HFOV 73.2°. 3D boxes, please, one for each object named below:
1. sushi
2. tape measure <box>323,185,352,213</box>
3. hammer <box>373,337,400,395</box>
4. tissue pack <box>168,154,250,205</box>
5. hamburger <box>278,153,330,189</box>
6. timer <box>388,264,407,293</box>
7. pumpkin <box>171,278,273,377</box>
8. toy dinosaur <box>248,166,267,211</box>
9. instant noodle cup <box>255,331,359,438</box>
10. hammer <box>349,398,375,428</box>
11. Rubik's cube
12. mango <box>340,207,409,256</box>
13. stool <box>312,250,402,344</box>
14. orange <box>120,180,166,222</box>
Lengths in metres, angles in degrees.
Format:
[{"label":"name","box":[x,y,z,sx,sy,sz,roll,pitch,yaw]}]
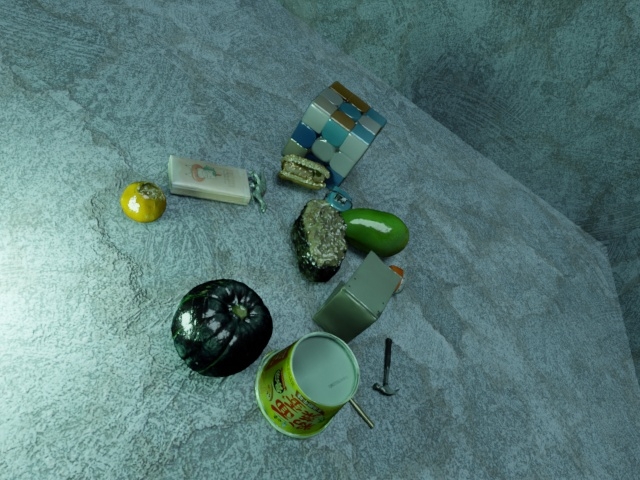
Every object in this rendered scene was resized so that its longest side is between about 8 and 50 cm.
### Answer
[{"label":"sushi","box":[0.000,0.000,1.792,0.211,0.171,0.350,14,52,-21]},{"label":"tape measure","box":[0.084,-0.183,2.083,0.146,0.081,0.125,34,53,-5]},{"label":"hammer","box":[0.267,0.488,1.681,0.103,0.029,0.246,29,42,-11]},{"label":"tissue pack","box":[-0.455,-0.247,1.775,0.325,0.071,0.170,7,50,-30]},{"label":"hamburger","box":[-0.085,-0.324,2.051,0.262,0.131,0.124,16,82,-29]},{"label":"timer","box":[0.320,0.169,1.939,0.136,0.099,0.136,17,35,-12]},{"label":"pumpkin","box":[-0.308,0.273,1.325,0.315,0.238,0.315,35,37,-32]},{"label":"toy dinosaur","box":[-0.264,-0.245,1.917,0.167,0.053,0.242,54,25,-20]},{"label":"instant noodle cup","box":[-0.032,0.439,1.366,0.311,0.221,0.311,17,47,-19]},{"label":"hammer","box":[0.123,0.575,1.518,0.199,0.013,0.062,49,44,10]},{"label":"Rubik's cube","box":[0.072,-0.524,2.168,0.347,0.347,0.344,36,42,-2]},{"label":"mango","box":[0.237,-0.040,1.980,0.382,0.201,0.225,12,59,-23]},{"label":"stool","box":[0.141,0.223,1.659,0.170,0.243,0.269,42,43,2]},{"label":"orange","box":[-0.625,-0.140,1.524,0.155,0.134,0.154,14,55,-21]}]
